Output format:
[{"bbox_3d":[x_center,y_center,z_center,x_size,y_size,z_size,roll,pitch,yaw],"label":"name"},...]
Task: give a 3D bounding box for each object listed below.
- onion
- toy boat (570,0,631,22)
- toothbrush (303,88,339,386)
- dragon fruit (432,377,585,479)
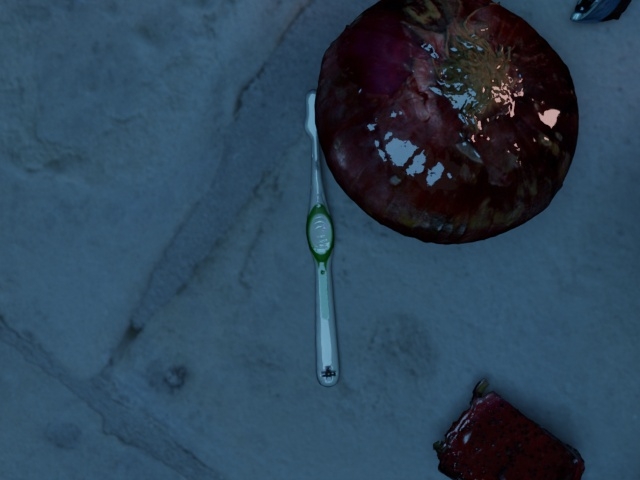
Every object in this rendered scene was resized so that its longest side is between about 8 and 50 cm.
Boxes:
[{"bbox_3d":[0.113,-0.110,1.039,0.246,0.190,0.246,3,79,-15],"label":"onion"},{"bbox_3d":[0.269,-0.267,1.061,0.061,0.060,0.137,14,105,-12],"label":"toy boat"},{"bbox_3d":[0.000,0.000,1.152,0.030,0.030,0.304,-1,96,9],"label":"toothbrush"},{"bbox_3d":[0.198,0.220,1.123,0.147,0.096,0.102,33,91,35],"label":"dragon fruit"}]
